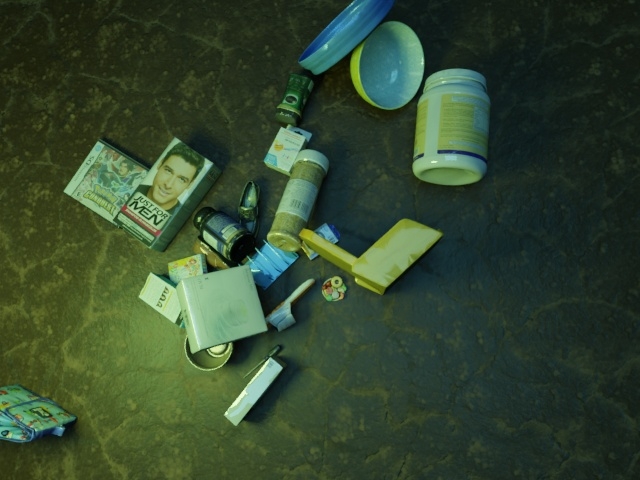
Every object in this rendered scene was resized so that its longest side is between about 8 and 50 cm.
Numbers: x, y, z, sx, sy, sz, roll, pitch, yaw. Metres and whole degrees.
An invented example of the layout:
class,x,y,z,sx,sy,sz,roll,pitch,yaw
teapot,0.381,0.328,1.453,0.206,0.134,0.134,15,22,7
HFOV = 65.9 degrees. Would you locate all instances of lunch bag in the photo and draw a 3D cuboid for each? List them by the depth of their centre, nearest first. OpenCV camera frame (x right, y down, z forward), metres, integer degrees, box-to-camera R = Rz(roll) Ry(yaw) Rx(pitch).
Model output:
class,x,y,z,sx,sy,sz,roll,pitch,yaw
lunch bag,-0.993,0.600,1.653,0.294,0.221,0.138,16,82,9

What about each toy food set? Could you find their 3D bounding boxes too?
class,x,y,z,sx,sy,sz,roll,pitch,yaw
toy food set,0.047,0.170,1.713,0.084,0.020,0.082,-23,79,2

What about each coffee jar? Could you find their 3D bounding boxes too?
class,x,y,z,sx,sy,sz,roll,pitch,yaw
coffee jar,-0.097,-0.514,1.815,0.096,0.079,0.184,19,80,9

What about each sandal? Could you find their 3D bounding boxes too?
class,x,y,z,sx,sy,sz,roll,pitch,yaw
sandal,-0.101,0.240,1.677,0.265,0.102,0.076,-44,77,-4

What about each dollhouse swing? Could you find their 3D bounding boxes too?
class,x,y,z,sx,sy,sz,roll,pitch,yaw
dollhouse swing,0.158,-0.001,1.565,0.315,0.347,0.305,-43,78,-2

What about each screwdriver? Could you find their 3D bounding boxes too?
class,x,y,z,sx,sy,sz,roll,pitch,yaw
screwdriver,-0.201,0.419,1.704,0.170,0.025,0.024,-42,79,7

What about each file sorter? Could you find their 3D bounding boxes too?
class,x,y,z,sx,sy,sz,roll,pitch,yaw
file sorter,-0.181,0.068,1.714,0.170,0.104,0.118,-45,79,-3

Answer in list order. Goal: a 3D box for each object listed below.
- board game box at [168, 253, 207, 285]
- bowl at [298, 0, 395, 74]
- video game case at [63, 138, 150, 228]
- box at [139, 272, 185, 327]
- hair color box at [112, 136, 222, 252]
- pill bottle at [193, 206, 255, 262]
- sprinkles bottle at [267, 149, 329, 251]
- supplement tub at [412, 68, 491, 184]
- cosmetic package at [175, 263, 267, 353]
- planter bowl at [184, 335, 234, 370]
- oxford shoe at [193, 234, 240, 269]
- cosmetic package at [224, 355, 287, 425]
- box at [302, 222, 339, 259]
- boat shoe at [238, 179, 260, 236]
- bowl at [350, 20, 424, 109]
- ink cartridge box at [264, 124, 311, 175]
class,x,y,z,sx,sy,sz,roll,pitch,yaw
board game box,-0.469,0.115,1.749,0.154,0.026,0.103,-16,78,26
bowl,0.091,-0.724,1.701,0.391,0.391,0.077,-47,112,-3
video game case,-0.794,-0.216,1.866,0.275,0.035,0.248,31,85,11
box,-0.515,0.205,1.701,0.244,0.060,0.100,25,89,33
hair color box,-0.550,-0.163,1.791,0.186,0.113,0.374,34,85,11
pill bottle,-0.341,-0.028,1.722,0.219,0.123,0.122,36,86,29
sprinkles bottle,-0.072,-0.139,1.676,0.122,0.121,0.355,13,63,8
supplement tub,0.439,-0.371,1.652,0.241,0.241,0.330,6,81,7
cosmetic package,-0.315,0.216,1.573,0.225,0.138,0.223,-12,79,-27
planter bowl,-0.364,0.355,1.682,0.162,0.109,0.161,-1,80,7
oxford shoe,-0.365,0.070,1.762,0.212,0.076,0.076,36,111,14
cosmetic package,-0.212,0.498,1.648,0.060,0.099,0.239,39,87,8
box,0.000,0.000,1.745,0.136,0.028,0.081,-36,78,1
boat shoe,-0.261,-0.108,1.768,0.080,0.073,0.223,4,81,6
bowl,0.208,-0.613,1.746,0.289,0.290,0.156,-56,36,-5
ink cartridge box,-0.116,-0.339,1.798,0.105,0.061,0.181,24,83,10
